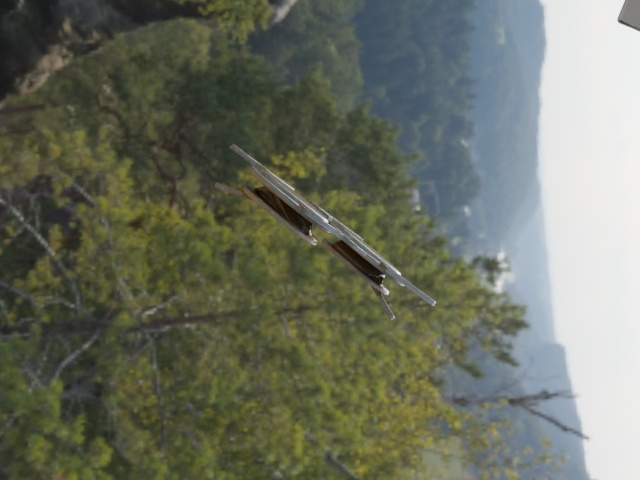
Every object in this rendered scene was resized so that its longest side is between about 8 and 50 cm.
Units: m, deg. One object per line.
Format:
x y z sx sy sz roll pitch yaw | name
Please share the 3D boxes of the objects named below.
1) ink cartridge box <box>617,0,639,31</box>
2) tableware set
0.382 -0.315 0.787 0.273 0.115 0.198 -52 161 -35 | ink cartridge box
0.000 0.000 0.756 0.194 0.039 0.128 34 6 -43 | tableware set
